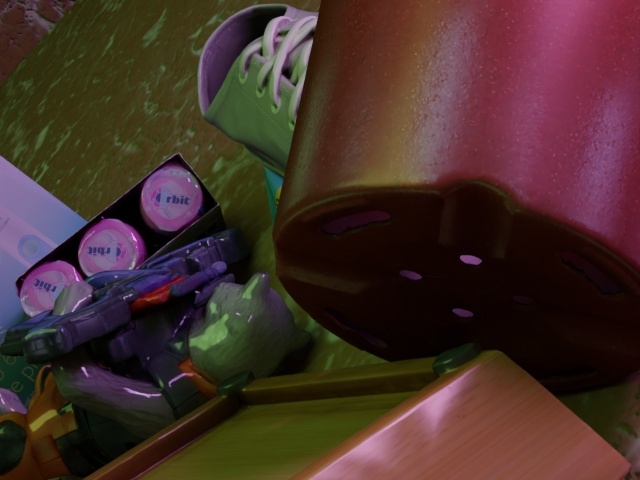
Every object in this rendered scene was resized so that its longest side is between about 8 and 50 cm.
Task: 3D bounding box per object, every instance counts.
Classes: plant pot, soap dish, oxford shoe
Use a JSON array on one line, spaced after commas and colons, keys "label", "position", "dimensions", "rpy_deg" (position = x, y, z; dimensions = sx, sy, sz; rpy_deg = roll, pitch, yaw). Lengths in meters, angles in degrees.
[{"label": "plant pot", "position": [0.102, -0.079, 0.768], "dimensions": [0.272, 0.272, 0.265], "rpy_deg": [-21, 44, 50]}, {"label": "soap dish", "position": [-0.026, 0.150, 0.707], "dimensions": [0.229, 0.118, 0.291], "rpy_deg": [-30, 8, -33]}, {"label": "oxford shoe", "position": [0.006, -0.118, 1.147], "dimensions": [0.169, 0.130, 0.449], "rpy_deg": [-52, 24, -7]}]

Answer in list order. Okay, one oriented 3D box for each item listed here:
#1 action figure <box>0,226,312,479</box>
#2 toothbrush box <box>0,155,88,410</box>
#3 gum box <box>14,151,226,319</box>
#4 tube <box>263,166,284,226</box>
[{"label": "action figure", "position": [-0.140, 0.113, 1.106], "dimensions": [0.330, 0.179, 0.341], "rpy_deg": [-29, 0, 30]}, {"label": "toothbrush box", "position": [-0.335, 0.029, 1.335], "dimensions": [0.216, 0.295, 0.126], "rpy_deg": [-54, 22, -10]}, {"label": "gum box", "position": [-0.176, 0.014, 1.256], "dimensions": [0.188, 0.062, 0.107], "rpy_deg": [-39, -8, -7]}, {"label": "tube", "position": [0.000, 0.000, 1.063], "dimensions": [0.052, 0.080, 0.207], "rpy_deg": [-11, 16, -19]}]
